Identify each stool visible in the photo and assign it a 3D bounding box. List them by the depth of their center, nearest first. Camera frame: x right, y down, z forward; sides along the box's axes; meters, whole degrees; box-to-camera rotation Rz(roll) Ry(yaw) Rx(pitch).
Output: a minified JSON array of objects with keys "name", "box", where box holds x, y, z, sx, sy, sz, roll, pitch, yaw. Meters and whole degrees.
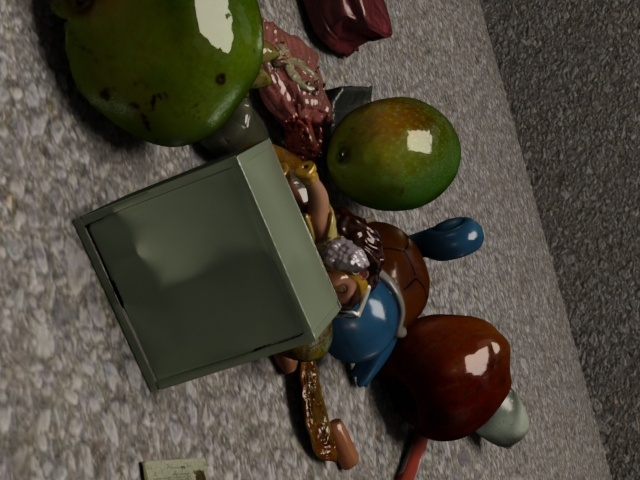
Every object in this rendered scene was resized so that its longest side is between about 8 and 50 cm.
[{"name":"stool","box":[-0.130,-0.161,1.563,0.110,0.096,0.096,48,31,-54]}]

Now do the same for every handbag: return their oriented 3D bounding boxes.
[{"name":"handbag","box":[0.051,-0.210,2.043,0.270,0.089,0.175,-19,97,-68]},{"name":"handbag","box":[0.056,-0.473,2.192,0.225,0.135,0.146,-4,75,-71]}]

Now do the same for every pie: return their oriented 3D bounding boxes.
[{"name":"pie","box":[-0.015,0.238,1.568,0.088,0.033,0.191,29,48,-72]}]

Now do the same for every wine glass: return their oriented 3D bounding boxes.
[{"name":"wine glass","box":[0.345,0.337,2.209,0.241,0.126,0.126,49,30,-38]}]

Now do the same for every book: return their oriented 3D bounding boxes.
[{"name":"book","box":[-0.151,0.339,1.204,0.127,0.014,0.181,21,53,-62]}]

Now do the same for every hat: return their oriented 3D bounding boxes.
[{"name":"hat","box":[-0.043,-0.265,1.824,0.237,0.107,0.286,19,49,-50]}]

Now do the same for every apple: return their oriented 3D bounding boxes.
[{"name":"apple","box":[0.224,0.242,1.872,0.234,0.234,0.234,48,31,-43]}]

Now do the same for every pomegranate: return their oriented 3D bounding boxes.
[{"name":"pomegranate","box":[-0.167,-0.282,1.362,0.358,0.216,0.309,7,55,-53]}]

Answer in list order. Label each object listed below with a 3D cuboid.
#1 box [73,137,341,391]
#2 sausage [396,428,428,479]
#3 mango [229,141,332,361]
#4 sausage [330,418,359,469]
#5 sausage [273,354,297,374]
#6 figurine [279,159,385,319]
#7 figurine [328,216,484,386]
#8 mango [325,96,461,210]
[{"name":"box","box":[-0.126,0.029,1.236,0.225,0.225,0.117,67,22,-8]},{"name":"sausage","box":[0.160,0.391,1.856,0.034,0.034,0.253,65,22,-13]},{"name":"mango","box":[-0.064,0.019,1.471,0.193,0.146,0.316,-13,89,-28]},{"name":"sausage","box":[0.032,0.314,1.622,0.083,0.034,0.034,67,22,-14]},{"name":"sausage","box":[-0.071,0.110,1.544,0.040,0.047,0.176,-20,90,-36]},{"name":"figurine","box":[0.001,0.000,1.336,0.240,0.175,0.115,55,49,-49]},{"name":"figurine","box":[0.097,0.078,1.781,0.416,0.243,0.297,-35,115,-46]},{"name":"mango","box":[0.149,-0.148,1.896,0.382,0.225,0.201,8,58,-64]}]
